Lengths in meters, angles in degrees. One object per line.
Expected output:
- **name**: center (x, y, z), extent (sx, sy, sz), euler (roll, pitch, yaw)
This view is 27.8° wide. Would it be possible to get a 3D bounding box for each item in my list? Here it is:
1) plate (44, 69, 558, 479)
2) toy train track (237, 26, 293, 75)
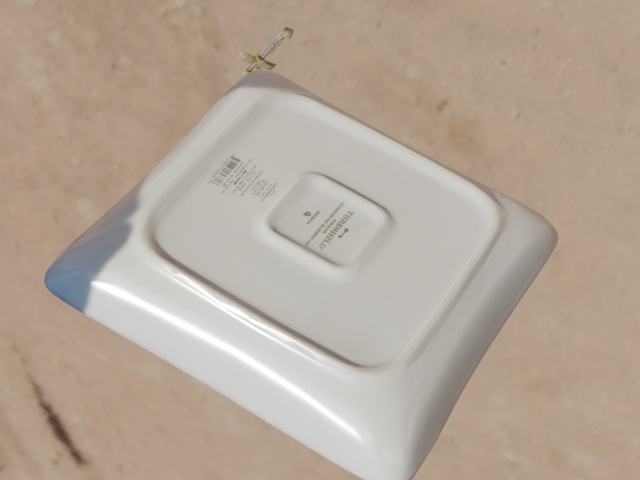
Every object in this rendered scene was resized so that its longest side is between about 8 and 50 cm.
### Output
- **plate**: center (0.000, 0.000, 0.894), extent (0.278, 0.277, 0.045), euler (29, 140, 13)
- **toy train track**: center (-0.058, -0.202, 1.412), extent (0.048, 0.014, 0.083), euler (15, 139, -38)
